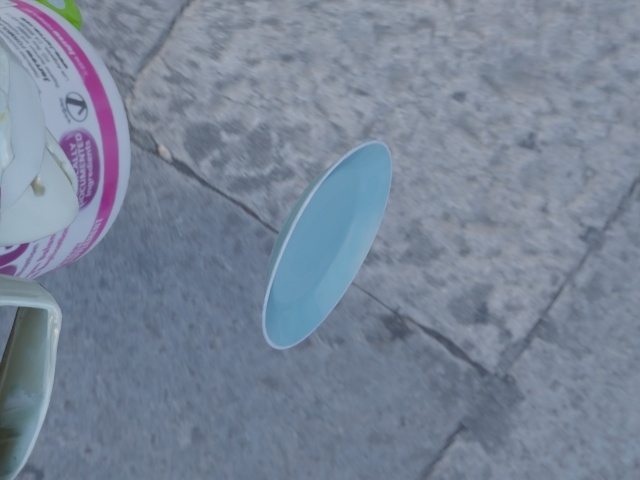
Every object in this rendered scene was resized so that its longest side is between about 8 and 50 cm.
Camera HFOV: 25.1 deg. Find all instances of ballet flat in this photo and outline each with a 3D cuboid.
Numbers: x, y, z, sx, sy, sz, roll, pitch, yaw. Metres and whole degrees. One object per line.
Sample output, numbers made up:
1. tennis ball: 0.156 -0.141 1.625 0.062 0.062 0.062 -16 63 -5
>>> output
1. ballet flat: -0.107 0.007 0.388 0.077 0.091 0.241 -9 130 -32

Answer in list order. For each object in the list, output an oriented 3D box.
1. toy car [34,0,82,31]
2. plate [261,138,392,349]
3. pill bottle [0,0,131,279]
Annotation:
1. toy car: -0.221 -0.146 1.009 0.155 0.188 0.149 -43 83 23
2. plate: 0.000 0.000 1.160 0.024 0.188 0.188 28 95 21
3. pill bottle: -0.238 -0.026 0.708 0.160 0.283 0.160 10 110 29
